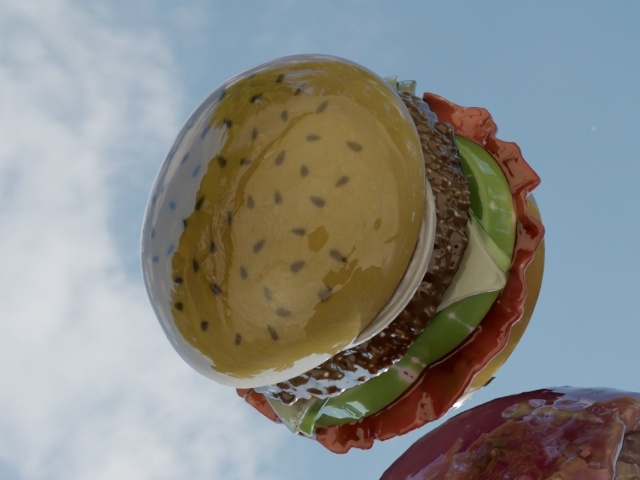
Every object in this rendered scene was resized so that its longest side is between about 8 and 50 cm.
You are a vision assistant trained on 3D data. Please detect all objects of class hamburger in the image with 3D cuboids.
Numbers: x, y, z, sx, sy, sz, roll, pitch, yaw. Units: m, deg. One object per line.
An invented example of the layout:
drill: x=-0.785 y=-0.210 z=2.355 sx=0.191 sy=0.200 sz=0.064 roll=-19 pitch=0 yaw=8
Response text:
hamburger: x=0.003 y=-0.001 z=0.836 sx=0.175 sy=0.137 sz=0.175 roll=-15 pitch=-116 yaw=32

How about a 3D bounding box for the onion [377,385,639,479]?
onion: x=0.081 y=0.164 z=0.698 sx=0.200 sy=0.200 sz=0.207 roll=-28 pitch=-80 yaw=9
